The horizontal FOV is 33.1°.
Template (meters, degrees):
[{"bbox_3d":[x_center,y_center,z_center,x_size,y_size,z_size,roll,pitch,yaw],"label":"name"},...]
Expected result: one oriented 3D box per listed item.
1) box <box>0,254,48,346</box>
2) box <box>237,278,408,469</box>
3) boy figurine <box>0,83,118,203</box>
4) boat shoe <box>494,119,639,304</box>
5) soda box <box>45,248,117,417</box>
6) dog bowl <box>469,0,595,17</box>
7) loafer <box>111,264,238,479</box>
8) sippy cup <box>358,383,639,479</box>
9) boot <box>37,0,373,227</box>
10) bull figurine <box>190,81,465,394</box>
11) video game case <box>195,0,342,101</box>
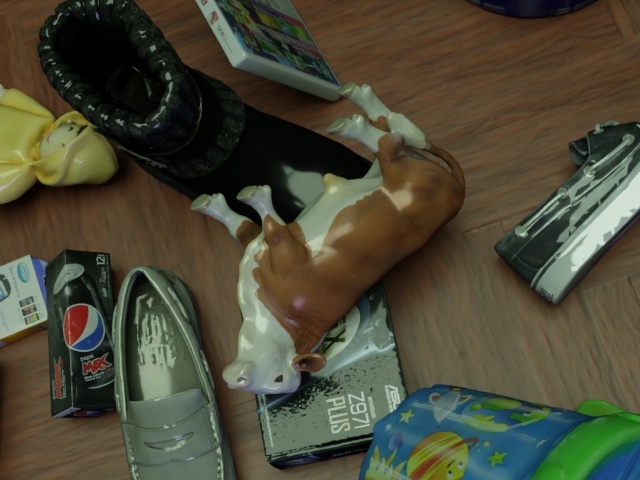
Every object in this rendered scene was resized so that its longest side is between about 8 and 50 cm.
[{"bbox_3d":[-0.350,0.073,1.176,0.136,0.028,0.081,-21,71,-2],"label":"box"},{"bbox_3d":[0.007,0.125,1.081,0.147,0.077,0.180,-12,71,4],"label":"box"},{"bbox_3d":[-0.365,-0.105,1.189,0.285,0.092,0.177,12,50,16],"label":"boy figurine"},{"bbox_3d":[0.300,-0.075,1.095,0.102,0.108,0.301,42,89,16],"label":"boat shoe"},{"bbox_3d":[-0.250,0.098,1.126,0.053,0.060,0.169,5,68,-35],"label":"soda box"},{"bbox_3d":[0.240,-0.387,1.199,0.265,0.104,0.265,-2,72,7],"label":"dog bowl"},{"bbox_3d":[-0.152,0.179,1.068,0.112,0.111,0.319,-16,71,3],"label":"loafer"},{"bbox_3d":[0.159,0.234,0.934,0.224,0.305,0.240,17,85,45],"label":"sippy cup"},{"bbox_3d":[-0.096,-0.103,1.071,0.348,0.260,0.131,21,77,14],"label":"boot"},{"bbox_3d":[0.000,0.000,1.009,0.310,0.101,0.188,-41,116,-16],"label":"bull figurine"},{"bbox_3d":[-0.070,-0.240,1.152,0.023,0.201,0.183,-38,69,22],"label":"video game case"}]
